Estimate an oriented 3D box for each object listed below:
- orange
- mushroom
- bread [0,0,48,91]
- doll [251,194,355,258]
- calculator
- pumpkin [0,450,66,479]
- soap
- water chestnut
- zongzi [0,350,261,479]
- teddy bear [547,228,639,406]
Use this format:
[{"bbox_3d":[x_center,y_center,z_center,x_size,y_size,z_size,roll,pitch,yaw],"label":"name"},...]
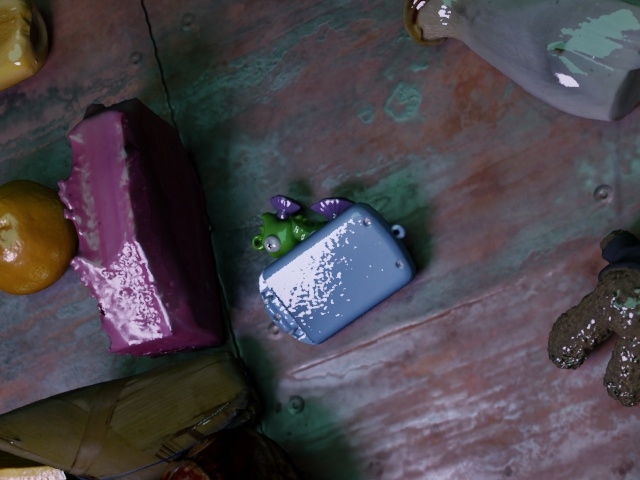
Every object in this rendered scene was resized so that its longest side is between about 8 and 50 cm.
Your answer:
[{"bbox_3d":[-0.412,-0.005,1.988,0.159,0.136,0.159,-3,83,26],"label":"orange"},{"bbox_3d":[0.252,-0.251,1.719,0.329,0.122,0.159,26,82,30],"label":"mushroom"},{"bbox_3d":[-0.465,-0.273,2.089,0.173,0.085,0.134,-17,71,24],"label":"bread"},{"bbox_3d":[0.000,0.000,1.834,0.190,0.050,0.115,1,91,22],"label":"doll"},{"bbox_3d":[0.021,0.042,1.790,0.210,0.039,0.121,-37,97,20],"label":"calculator"},{"bbox_3d":[-0.441,0.349,1.958,0.248,0.126,0.131,2,88,10],"label":"pumpkin"},{"bbox_3d":[-0.228,-0.018,1.860,0.127,0.220,0.324,-17,73,14],"label":"soap"},{"bbox_3d":[-0.113,0.339,1.731,0.238,0.223,0.223,-29,66,-15],"label":"water chestnut"},{"bbox_3d":[-0.244,0.205,1.784,0.260,0.289,0.123,-32,56,19],"label":"zongzi"},{"bbox_3d":[0.359,0.064,1.597,0.182,0.129,0.251,39,100,24],"label":"teddy bear"}]
